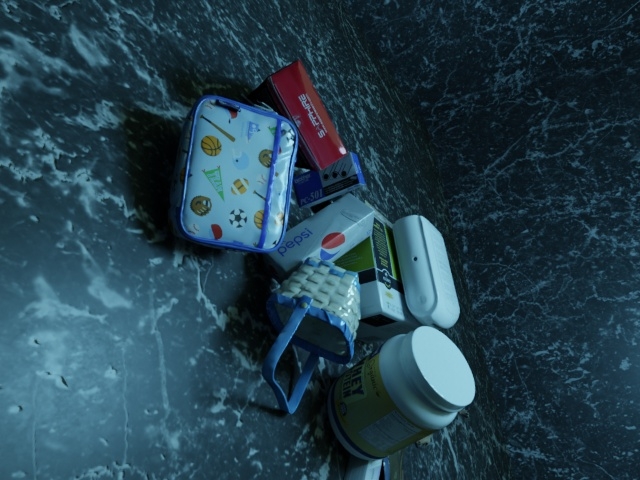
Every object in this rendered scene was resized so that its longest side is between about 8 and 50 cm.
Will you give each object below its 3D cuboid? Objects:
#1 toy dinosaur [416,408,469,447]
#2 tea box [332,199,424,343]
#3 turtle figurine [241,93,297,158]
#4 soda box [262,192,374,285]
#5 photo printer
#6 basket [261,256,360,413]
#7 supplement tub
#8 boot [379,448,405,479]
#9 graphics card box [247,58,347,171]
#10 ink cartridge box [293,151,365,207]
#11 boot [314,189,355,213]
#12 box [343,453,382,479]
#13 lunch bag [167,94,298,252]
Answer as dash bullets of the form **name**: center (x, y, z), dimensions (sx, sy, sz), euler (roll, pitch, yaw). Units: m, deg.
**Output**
- **toy dinosaur**: center (0.399, 0.586, 1.571), dimensions (0.200, 0.127, 0.296), euler (12, 37, -19)
- **tea box**: center (0.134, 0.109, 1.272), dimensions (0.329, 0.220, 0.324), euler (32, 47, -51)
- **turtle figurine**: center (-0.170, -0.231, 0.990), dimensions (0.234, 0.118, 0.175), euler (41, 63, -17)
- **soda box**: center (0.000, 0.000, 1.048), dimensions (0.286, 0.098, 0.091), euler (-33, 146, -25)
- **photo printer**: center (0.316, 0.106, 1.253), dimensions (0.256, 0.107, 0.308), euler (27, 51, -56)
- **basket**: center (-0.026, 0.206, 0.923), dimensions (0.255, 0.201, 0.289), euler (84, 26, -51)
- **supplement tub**: center (0.188, 0.371, 1.042), dimensions (0.228, 0.316, 0.228), euler (28, 36, -22)
- **boot**: center (0.185, 0.590, 1.201), dimensions (0.106, 0.082, 0.219), euler (36, 45, -51)
- **graphics card box**: center (-0.074, -0.303, 1.093), dimensions (0.233, 0.094, 0.371), euler (59, -9, -18)
- **ink cartridge box**: center (0.021, -0.175, 1.265), dimensions (0.046, 0.207, 0.097), euler (1, 71, -61)
- **boot**: center (0.047, -0.153, 1.420), dimensions (0.207, 0.094, 0.247), euler (-11, 89, -66)
- **box**: center (0.112, 0.578, 1.095), dimensions (0.063, 0.067, 0.324), euler (60, 28, -18)
- **lunch bag**: center (-0.163, -0.129, 0.855), dimensions (0.243, 0.115, 0.303), euler (12, 83, -28)
